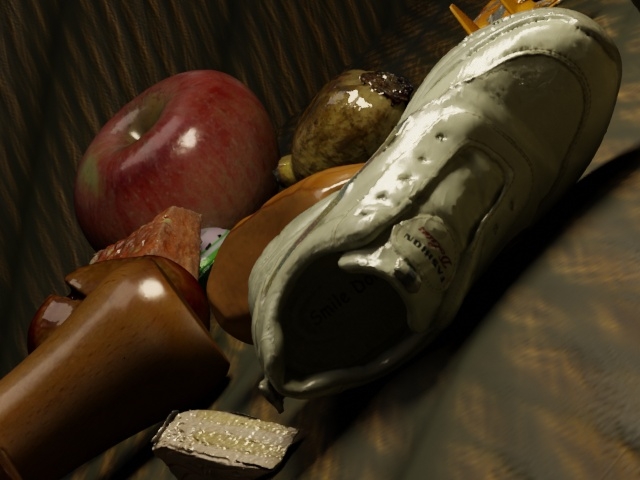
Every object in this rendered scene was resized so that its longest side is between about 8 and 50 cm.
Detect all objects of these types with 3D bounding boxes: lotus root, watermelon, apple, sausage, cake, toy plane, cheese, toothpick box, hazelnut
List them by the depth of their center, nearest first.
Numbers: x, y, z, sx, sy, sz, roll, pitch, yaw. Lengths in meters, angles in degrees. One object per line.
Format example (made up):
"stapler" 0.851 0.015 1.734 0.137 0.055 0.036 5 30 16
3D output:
"cake" -0.058 0.157 1.192 0.121 0.065 0.052 -1 36 43
"sausage" -0.002 0.011 1.388 0.136 0.120 0.241 -3 -20 -42
"toothpick box" -0.242 0.154 1.566 0.294 0.192 0.192 -37 7 -3
"hazelnut" -0.216 0.109 1.815 0.204 0.178 0.178 -38 7 -12
"toy plane" 0.233 -0.268 1.928 0.204 0.103 0.316 -36 2 23
"lotus root" 0.029 -0.130 2.028 0.214 0.138 0.138 -37 8 34
"watermelon" -0.224 0.051 2.038 0.193 0.140 0.256 -26 30 35
"cheese" -0.188 0.047 2.253 0.204 0.083 0.320 -42 9 -2
"apple" -0.209 -0.087 2.538 0.345 0.269 0.345 -30 30 19

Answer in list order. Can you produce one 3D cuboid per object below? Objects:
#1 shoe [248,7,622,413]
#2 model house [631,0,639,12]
"shoe" 0.078 -0.010 1.126 0.342 0.132 0.210 -43 11 16
"model house" 0.342 -0.325 1.350 0.220 0.199 0.229 -15 29 47
